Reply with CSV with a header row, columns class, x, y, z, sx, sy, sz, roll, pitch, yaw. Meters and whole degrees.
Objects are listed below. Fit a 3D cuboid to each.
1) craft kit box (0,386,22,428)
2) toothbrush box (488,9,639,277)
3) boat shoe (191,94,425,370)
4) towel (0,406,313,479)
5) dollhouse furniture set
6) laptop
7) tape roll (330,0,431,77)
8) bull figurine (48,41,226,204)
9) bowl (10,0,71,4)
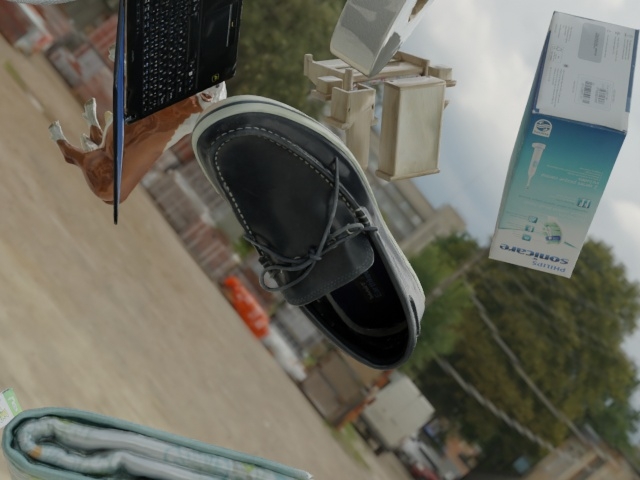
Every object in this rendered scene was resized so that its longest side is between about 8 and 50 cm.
class,x,y,z,sx,sy,sz,roll,pitch,yaw
craft kit box,-0.591,0.302,1.764,0.246,0.250,0.061,38,28,-87
toothbrush box,0.333,-0.128,1.641,0.126,0.216,0.295,15,-41,5
boat shoe,0.000,0.000,1.650,0.500,0.187,0.156,53,21,-35
towel,-0.202,0.311,1.464,0.375,0.090,0.320,17,-25,-6
dollhouse furniture set,0.059,-0.243,2.192,0.355,0.303,0.173,29,-57,49
laptop,-0.161,-0.188,1.366,0.136,0.264,0.234,47,-31,24
tape roll,0.147,-0.404,1.640,0.072,0.392,0.392,34,-3,3
bull figurine,-0.288,-0.196,1.892,0.188,0.310,0.101,48,21,8
bowl,-0.348,-0.454,1.423,0.311,0.311,0.163,52,-2,-34
